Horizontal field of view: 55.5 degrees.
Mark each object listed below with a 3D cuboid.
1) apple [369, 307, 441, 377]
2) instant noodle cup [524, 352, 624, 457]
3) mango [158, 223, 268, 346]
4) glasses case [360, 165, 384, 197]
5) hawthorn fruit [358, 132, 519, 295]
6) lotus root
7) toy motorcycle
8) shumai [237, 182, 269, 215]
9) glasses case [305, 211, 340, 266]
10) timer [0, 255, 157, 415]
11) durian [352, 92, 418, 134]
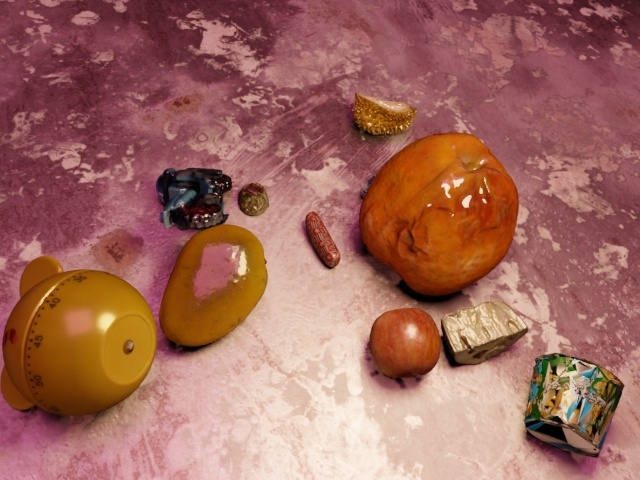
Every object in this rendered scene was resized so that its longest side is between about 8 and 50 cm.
[{"bbox_3d":[0.225,0.274,1.617,0.188,0.188,0.174,0,65,-9],"label":"apple"},{"bbox_3d":[0.635,0.425,1.558,0.240,0.240,0.178,24,63,10],"label":"instant noodle cup"},{"bbox_3d":[-0.289,0.121,1.636,0.253,0.182,0.365,37,63,-3],"label":"mango"},{"bbox_3d":[0.235,-0.210,2.055,0.087,0.065,0.248,38,56,20],"label":"glasses case"},{"bbox_3d":[0.343,-0.080,1.750,0.471,0.472,0.472,4,53,-6],"label":"hawthorn fruit"},{"bbox_3d":[0.443,0.259,1.695,0.234,0.138,0.119,-12,51,-17],"label":"lotus root"},{"bbox_3d":[-0.389,-0.120,1.795,0.232,0.172,0.416,-1,24,-3],"label":"toy motorcycle"},{"bbox_3d":[-0.212,-0.149,1.926,0.099,0.087,0.124,-8,54,-13],"label":"shumai"},{"bbox_3d":[0.000,0.000,1.856,0.049,0.073,0.194,-17,57,-20],"label":"glasses case"},{"bbox_3d":[-0.593,0.231,1.449,0.386,0.376,0.376,4,49,25],"label":"timer"},{"bbox_3d":[0.230,-0.446,2.196,0.249,0.183,0.138,2,89,-11],"label":"durian"}]
